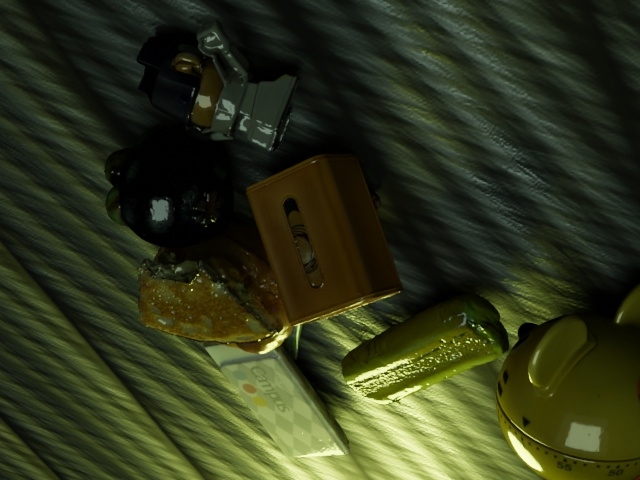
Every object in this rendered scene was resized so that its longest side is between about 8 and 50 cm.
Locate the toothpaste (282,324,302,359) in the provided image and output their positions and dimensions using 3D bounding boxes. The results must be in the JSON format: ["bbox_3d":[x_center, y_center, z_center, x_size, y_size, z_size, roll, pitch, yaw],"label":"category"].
[{"bbox_3d":[-0.060,0.197,2.010,0.048,0.029,0.197,23,135,9],"label":"toothpaste"}]

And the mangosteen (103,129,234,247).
[{"bbox_3d":[-0.287,-0.097,1.700,0.243,0.243,0.242,7,130,9],"label":"mangosteen"}]

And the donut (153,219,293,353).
[{"bbox_3d":[-0.188,0.091,1.853,0.317,0.150,0.299,45,132,-10],"label":"donut"}]

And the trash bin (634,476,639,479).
[{"bbox_3d":[0.738,0.574,2.014,0.239,0.184,0.161,-17,122,33],"label":"trash bin"}]

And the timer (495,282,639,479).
[{"bbox_3d":[0.509,0.268,1.731,0.376,0.376,0.386,5,118,11],"label":"timer"}]

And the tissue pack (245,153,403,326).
[{"bbox_3d":[0.000,0.000,1.675,0.194,0.145,0.274,-23,81,31],"label":"tissue pack"}]

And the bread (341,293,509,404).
[{"bbox_3d":[0.215,0.225,1.904,0.384,0.112,0.166,-32,119,34],"label":"bread"}]

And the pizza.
[{"bbox_3d":[-0.230,0.103,1.723,0.324,0.089,0.223,1,132,26],"label":"pizza"}]

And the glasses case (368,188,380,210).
[{"bbox_3d":[0.040,-0.021,1.763,0.073,0.049,0.194,33,114,-5],"label":"glasses case"}]

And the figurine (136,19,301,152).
[{"bbox_3d":[-0.187,-0.262,1.595,0.309,0.143,0.308,6,131,7],"label":"figurine"}]

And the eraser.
[{"bbox_3d":[-0.103,0.346,2.097,0.213,0.082,0.396,-13,124,30],"label":"eraser"}]
